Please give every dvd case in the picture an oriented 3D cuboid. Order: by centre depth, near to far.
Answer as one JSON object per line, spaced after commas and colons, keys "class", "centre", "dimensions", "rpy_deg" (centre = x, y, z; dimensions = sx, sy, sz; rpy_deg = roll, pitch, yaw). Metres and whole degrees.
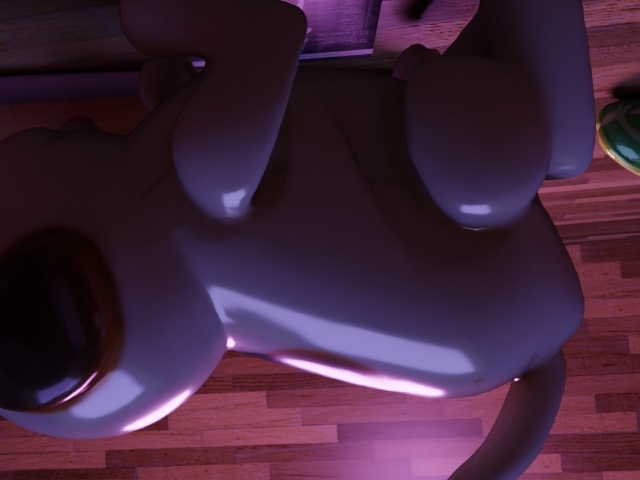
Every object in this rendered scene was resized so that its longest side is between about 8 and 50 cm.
{"class": "dvd case", "centre": [-0.034, -0.183, 0.645], "dimensions": [0.164, 0.018, 0.221], "rpy_deg": [-5, 172, -1]}

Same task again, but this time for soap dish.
{"class": "soap dish", "centre": [-0.230, -0.090, 0.904], "dimensions": [0.229, 0.118, 0.291], "rpy_deg": [-3, 174, -2]}

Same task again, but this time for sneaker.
{"class": "sneaker", "centre": [0.467, -0.144, 0.970], "dimensions": [0.295, 0.109, 0.123], "rpy_deg": [-1, 150, -8]}

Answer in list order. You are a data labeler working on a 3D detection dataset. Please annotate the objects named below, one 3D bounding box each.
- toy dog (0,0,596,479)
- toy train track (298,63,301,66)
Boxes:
{"class": "toy dog", "centre": [-0.048, 0.005, 0.586], "dimensions": [0.408, 0.395, 0.284], "rpy_deg": [-11, -177, -13]}
{"class": "toy train track", "centre": [-0.046, -0.161, 0.779], "dimensions": [0.083, 0.048, 0.014], "rpy_deg": [10, 152, 45]}
